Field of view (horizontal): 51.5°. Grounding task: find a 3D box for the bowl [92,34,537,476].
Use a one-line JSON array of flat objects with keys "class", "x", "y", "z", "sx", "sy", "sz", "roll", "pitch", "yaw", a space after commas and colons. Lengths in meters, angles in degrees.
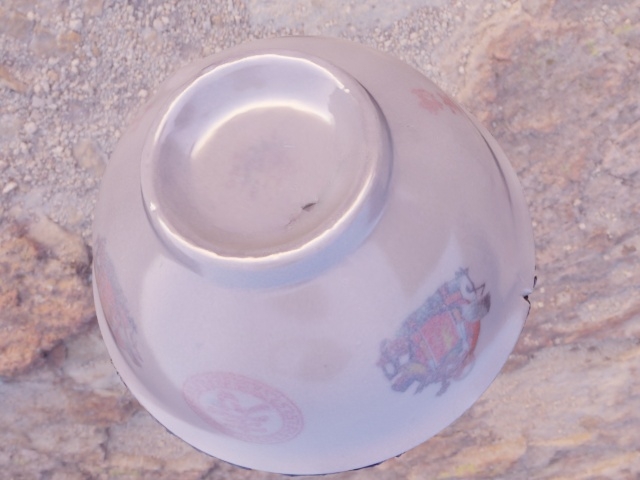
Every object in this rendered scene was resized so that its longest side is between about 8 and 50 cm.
[{"class": "bowl", "x": -0.024, "y": -0.024, "z": 0.445, "sx": 0.345, "sy": 0.345, "sz": 0.157, "roll": -11, "pitch": 157, "yaw": 5}]
